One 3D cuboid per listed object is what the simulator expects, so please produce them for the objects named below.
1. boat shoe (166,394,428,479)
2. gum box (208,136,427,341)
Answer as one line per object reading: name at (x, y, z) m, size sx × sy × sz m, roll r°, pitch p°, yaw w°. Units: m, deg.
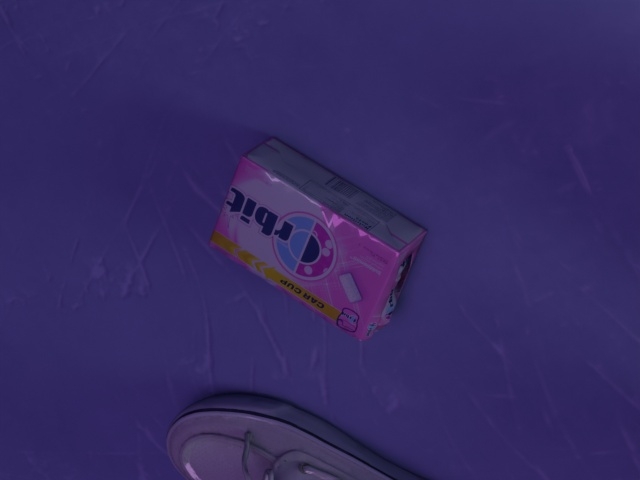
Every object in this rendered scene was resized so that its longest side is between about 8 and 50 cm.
boat shoe at (-0.016, 0.276, 1.699) m, size 0.367 × 0.156 × 0.135 m, roll 25°, pitch 121°, yaw 18°
gum box at (0.000, 0.000, 1.628) m, size 0.188 × 0.062 × 0.107 m, roll 32°, pitch 123°, yaw 15°
